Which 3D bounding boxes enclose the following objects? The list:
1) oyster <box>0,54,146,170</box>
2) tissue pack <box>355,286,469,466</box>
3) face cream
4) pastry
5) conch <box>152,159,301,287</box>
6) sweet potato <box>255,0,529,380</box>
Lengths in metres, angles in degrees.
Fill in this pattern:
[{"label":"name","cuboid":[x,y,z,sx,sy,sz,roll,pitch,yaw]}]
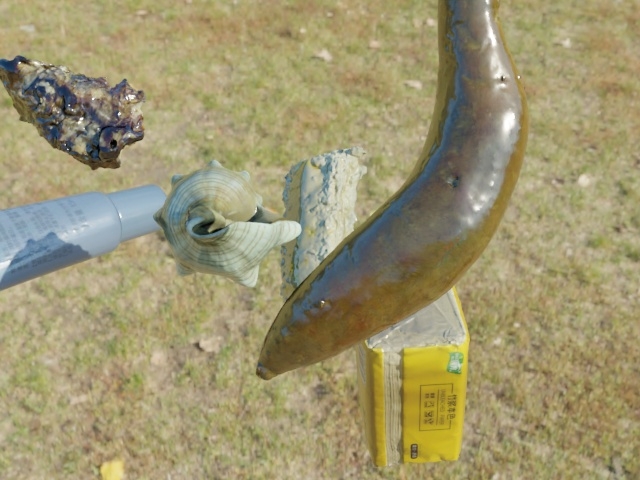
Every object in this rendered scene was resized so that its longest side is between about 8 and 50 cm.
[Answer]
[{"label":"oyster","cuboid":[-0.201,-0.102,0.651,0.132,0.029,0.086,6,78,6]},{"label":"tissue pack","cuboid":[0.189,0.256,1.776,0.228,0.382,0.293,-5,39,-2]},{"label":"face cream","cuboid":[-0.364,-0.002,1.061,0.385,0.086,0.136,-20,66,-44]},{"label":"pastry","cuboid":[-0.004,0.000,1.130,0.089,0.121,0.259,21,65,-32]},{"label":"conch","cuboid":[-0.094,-0.005,0.831,0.137,0.115,0.234,8,21,-21]},{"label":"sweet potato","cuboid":[0.073,-0.042,0.542,0.108,0.346,0.079,24,4,-4]}]
